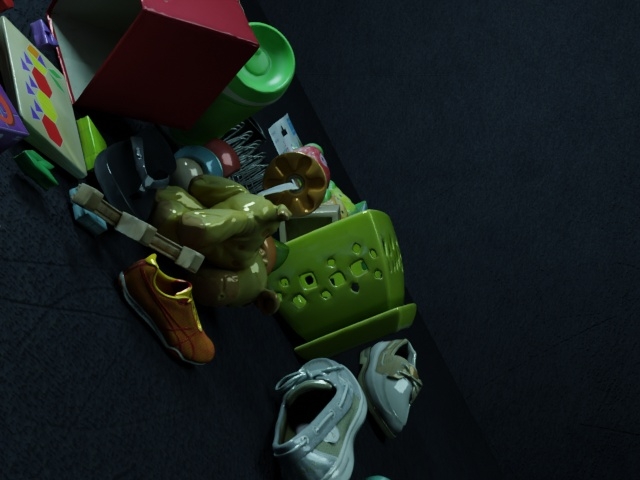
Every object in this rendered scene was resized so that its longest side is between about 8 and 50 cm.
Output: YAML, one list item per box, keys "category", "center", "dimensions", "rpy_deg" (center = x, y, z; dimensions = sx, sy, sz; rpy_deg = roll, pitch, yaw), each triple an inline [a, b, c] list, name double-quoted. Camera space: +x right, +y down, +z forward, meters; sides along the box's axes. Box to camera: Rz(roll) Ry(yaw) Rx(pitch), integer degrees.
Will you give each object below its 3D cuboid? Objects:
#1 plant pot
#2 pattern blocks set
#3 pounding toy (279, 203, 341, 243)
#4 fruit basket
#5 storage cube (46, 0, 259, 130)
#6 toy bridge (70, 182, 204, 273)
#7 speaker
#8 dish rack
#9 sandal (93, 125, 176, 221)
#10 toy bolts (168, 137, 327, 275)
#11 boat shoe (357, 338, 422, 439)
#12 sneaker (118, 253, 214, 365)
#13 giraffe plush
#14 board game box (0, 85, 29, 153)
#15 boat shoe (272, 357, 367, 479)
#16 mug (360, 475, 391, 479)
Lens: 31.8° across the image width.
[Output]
- category: "plant pot"
  center: [0.038, 0.085, 1.937]
  dimensions: [0.227, 0.228, 0.207]
  rpy_deg: [5, 64, -78]
- category: "pattern blocks set"
  center: [-0.335, -0.169, 1.327]
  dimensions: [0.285, 0.026, 0.324]
  rpy_deg: [53, 14, -47]
- category: "pounding toy"
  center: [0.000, 0.000, 2.118]
  dimensions: [0.100, 0.141, 0.130]
  rpy_deg: [-69, 156, -77]
- category: "fruit basket"
  center: [0.002, -0.093, 2.309]
  dimensions: [0.327, 0.165, 0.353]
  rpy_deg: [-65, 134, -78]
- category: "storage cube"
  center: [-0.232, -0.289, 1.533]
  dimensions: [0.193, 0.215, 0.183]
  rpy_deg: [9, 48, -41]
- category: "toy bridge"
  center: [-0.215, -0.014, 1.298]
  dimensions: [0.063, 0.026, 0.188]
  rpy_deg: [22, -10, 46]
- category: "speaker"
  center: [-0.151, -0.231, 1.713]
  dimensions: [0.131, 0.131, 0.296]
  rpy_deg: [60, -30, -5]
- category: "dish rack"
  center: [-0.143, -0.147, 2.083]
  dimensions: [0.208, 0.074, 0.271]
  rpy_deg: [43, 20, -57]
- category: "sandal"
  center: [-0.226, -0.097, 1.434]
  dimensions: [0.097, 0.054, 0.254]
  rpy_deg: [58, 16, -19]
- category: "toy bolts"
  center: [-0.124, -0.067, 1.675]
  dimensions: [0.228, 0.218, 0.158]
  rpy_deg: [43, 16, 3]
- category: "boat shoe"
  center: [0.143, 0.278, 2.222]
  dimensions: [0.113, 0.103, 0.302]
  rpy_deg: [56, 11, -21]
- category: "sneaker"
  center: [-0.170, 0.088, 1.338]
  dimensions: [0.175, 0.067, 0.064]
  rpy_deg: [54, 10, -40]
- category: "giraffe plush"
  center: [-0.130, 0.017, 1.532]
  dimensions: [0.181, 0.210, 0.170]
  rpy_deg: [-129, -142, -59]
- category: "board game box"
  center: [-0.382, -0.181, 0.943]
  dimensions: [0.208, 0.056, 0.347]
  rpy_deg: [63, 8, 4]
- category: "boat shoe"
  center: [-0.011, 0.241, 1.564]
  dimensions: [0.103, 0.118, 0.320]
  rpy_deg: [62, 16, -18]
- category: "mug"
  center: [0.085, 0.411, 1.600]
  dimensions: [0.129, 0.097, 0.157]
  rpy_deg: [55, 11, -30]
